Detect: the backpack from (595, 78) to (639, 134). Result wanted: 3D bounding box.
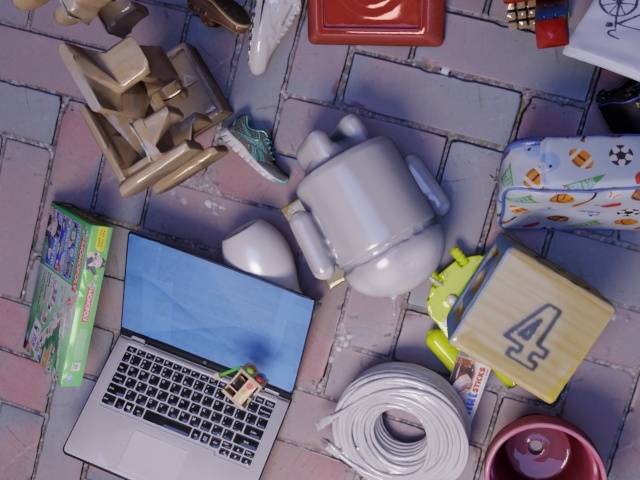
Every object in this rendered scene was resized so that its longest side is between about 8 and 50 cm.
[{"bbox_3d":[0.585,-0.241,1.360,0.173,0.158,0.117,-29,97,0],"label":"backpack"}]

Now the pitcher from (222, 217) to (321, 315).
[{"bbox_3d":[-0.121,0.077,1.537,0.178,0.125,0.207,-26,102,18],"label":"pitcher"}]

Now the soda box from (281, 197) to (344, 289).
[{"bbox_3d":[0.000,0.000,1.531,0.058,0.061,0.181,-31,89,12],"label":"soda box"}]

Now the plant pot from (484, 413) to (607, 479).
[{"bbox_3d":[0.395,0.396,1.430,0.201,0.180,0.201,1,95,11],"label":"plant pot"}]

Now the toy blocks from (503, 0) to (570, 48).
[{"bbox_3d":[0.330,-0.476,1.251,0.191,0.261,0.381,-3,124,19],"label":"toy blocks"}]

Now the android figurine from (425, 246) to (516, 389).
[{"bbox_3d":[0.310,0.136,1.489,0.248,0.056,0.273,-39,89,12],"label":"android figurine"}]

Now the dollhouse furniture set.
[{"bbox_3d":[-0.354,-0.241,1.407,0.256,0.394,0.362,-31,88,12],"label":"dollhouse furniture set"}]

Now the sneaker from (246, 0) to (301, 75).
[{"bbox_3d":[-0.084,-0.423,1.504,0.095,0.090,0.235,8,105,-16],"label":"sneaker"}]

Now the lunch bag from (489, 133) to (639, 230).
[{"bbox_3d":[0.440,-0.089,1.359,0.303,0.243,0.115,2,73,11],"label":"lunch bag"}]

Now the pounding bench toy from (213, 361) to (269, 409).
[{"bbox_3d":[-0.145,0.249,1.446,0.083,0.052,0.065,41,100,5],"label":"pounding bench toy"}]

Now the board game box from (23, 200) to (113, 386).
[{"bbox_3d":[-0.503,0.100,1.581,0.213,0.046,0.317,22,101,48],"label":"board game box"}]

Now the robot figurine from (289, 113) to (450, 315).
[{"bbox_3d":[0.092,-0.046,1.436,0.300,0.200,0.353,-27,86,-17],"label":"robot figurine"}]

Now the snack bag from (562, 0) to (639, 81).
[{"bbox_3d":[0.602,-0.381,1.300,0.323,0.037,0.342,30,78,24],"label":"snack bag"}]

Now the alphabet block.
[{"bbox_3d":[0.346,0.125,1.358,0.197,0.192,0.193,31,102,2],"label":"alphabet block"}]

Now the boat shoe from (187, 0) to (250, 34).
[{"bbox_3d":[-0.195,-0.431,1.514,0.178,0.064,0.060,44,125,32],"label":"boat shoe"}]

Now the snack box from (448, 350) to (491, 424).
[{"bbox_3d":[0.266,0.284,1.488,0.064,0.022,0.178,16,124,9],"label":"snack box"}]

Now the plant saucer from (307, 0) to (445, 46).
[{"bbox_3d":[0.095,-0.476,1.435,0.258,0.047,0.259,4,115,12],"label":"plant saucer"}]

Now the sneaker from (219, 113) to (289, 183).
[{"bbox_3d":[-0.115,-0.178,1.540,0.166,0.065,0.076,43,97,3],"label":"sneaker"}]

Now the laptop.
[{"bbox_3d":[-0.255,0.261,1.504,0.382,0.236,0.408,20,69,9],"label":"laptop"}]

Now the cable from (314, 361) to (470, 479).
[{"bbox_3d":[0.152,0.352,1.493,0.257,0.089,0.257,43,117,1],"label":"cable"}]
